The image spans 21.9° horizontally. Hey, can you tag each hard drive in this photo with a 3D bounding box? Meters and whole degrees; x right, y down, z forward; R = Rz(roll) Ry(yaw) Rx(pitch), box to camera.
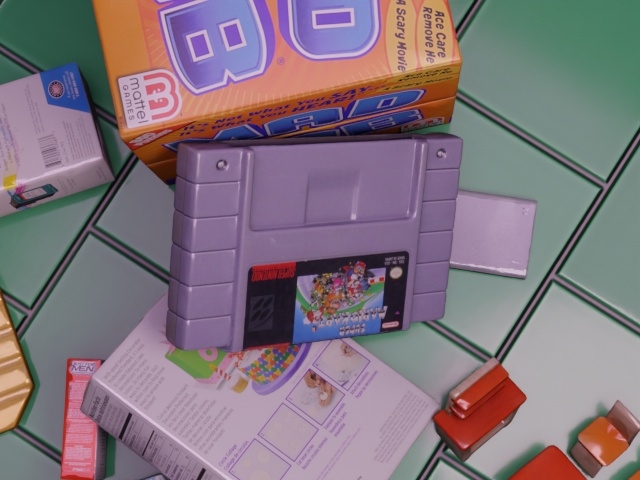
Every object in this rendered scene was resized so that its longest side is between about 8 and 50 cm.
[{"bbox_3d":[0.184,-0.010,1.968,0.135,0.022,0.094,9,85,4],"label":"hard drive"}]

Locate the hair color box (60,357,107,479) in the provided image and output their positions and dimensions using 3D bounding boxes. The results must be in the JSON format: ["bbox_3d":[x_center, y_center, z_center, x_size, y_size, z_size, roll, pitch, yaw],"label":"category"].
[{"bbox_3d":[-0.274,0.210,1.942,0.043,0.072,0.141,3,83,3],"label":"hair color box"}]

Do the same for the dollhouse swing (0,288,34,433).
[{"bbox_3d":[-0.545,0.125,1.870,0.305,0.315,0.346,-22,83,11],"label":"dollhouse swing"}]

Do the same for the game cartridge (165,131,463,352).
[{"bbox_3d":[0.000,0.000,1.827,0.355,0.068,0.230,-5,103,-34],"label":"game cartridge"}]

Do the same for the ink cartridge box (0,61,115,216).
[{"bbox_3d":[-0.375,-0.107,1.960,0.231,0.078,0.134,-17,71,-1],"label":"ink cartridge box"}]

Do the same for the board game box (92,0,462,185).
[{"bbox_3d":[-0.059,-0.291,1.841,0.357,0.356,0.356,-13,83,2],"label":"board game box"}]

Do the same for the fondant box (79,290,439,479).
[{"bbox_3d":[-0.067,0.189,1.874,0.330,0.096,0.238,37,56,5],"label":"fondant box"}]

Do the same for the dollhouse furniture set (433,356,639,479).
[{"bbox_3d":[0.244,0.267,1.849,0.262,0.135,0.259,-37,73,-17],"label":"dollhouse furniture set"}]

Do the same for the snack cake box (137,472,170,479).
[{"bbox_3d":[-0.197,0.341,1.827,0.089,0.264,0.152,-18,84,3],"label":"snack cake box"}]
